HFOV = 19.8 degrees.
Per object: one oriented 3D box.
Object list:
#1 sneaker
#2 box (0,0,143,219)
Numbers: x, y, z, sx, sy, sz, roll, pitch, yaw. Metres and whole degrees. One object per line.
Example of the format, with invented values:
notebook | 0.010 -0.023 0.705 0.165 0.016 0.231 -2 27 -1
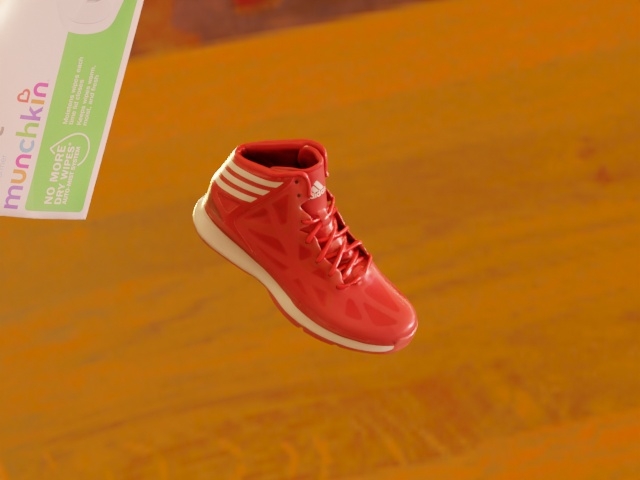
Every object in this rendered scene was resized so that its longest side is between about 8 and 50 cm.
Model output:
sneaker | 0.000 0.000 1.554 0.221 0.128 0.087 31 47 2
box | -0.235 -0.175 1.231 0.127 0.262 0.231 4 17 -45
